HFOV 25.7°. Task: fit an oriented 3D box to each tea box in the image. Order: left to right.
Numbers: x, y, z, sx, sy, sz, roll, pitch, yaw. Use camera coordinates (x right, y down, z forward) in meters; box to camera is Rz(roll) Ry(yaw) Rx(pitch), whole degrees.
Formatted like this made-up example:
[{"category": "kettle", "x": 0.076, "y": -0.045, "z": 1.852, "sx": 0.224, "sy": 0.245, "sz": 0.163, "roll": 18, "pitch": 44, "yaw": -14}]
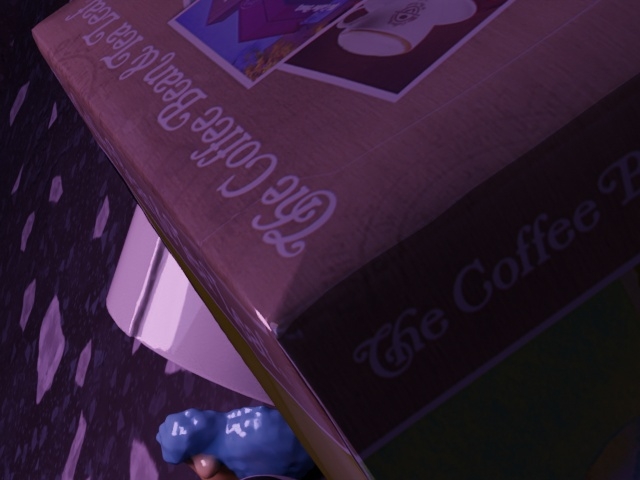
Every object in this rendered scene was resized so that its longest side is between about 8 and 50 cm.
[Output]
[{"category": "tea box", "x": 0.090, "y": 0.023, "z": 0.522, "sx": 0.220, "sy": 0.324, "sz": 0.329, "roll": -36, "pitch": 29, "yaw": -5}]

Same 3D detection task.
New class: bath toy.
[{"category": "bath toy", "x": -0.072, "y": 0.280, "z": 1.005, "sx": 0.151, "sy": 0.129, "sz": 0.348, "roll": -54, "pitch": 24, "yaw": 39}]

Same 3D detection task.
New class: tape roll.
[{"category": "tape roll", "x": 0.000, "y": 0.000, "z": 0.917, "sx": 0.246, "sy": 0.246, "sz": 0.169, "roll": 40, "pitch": 114, "yaw": 65}]
